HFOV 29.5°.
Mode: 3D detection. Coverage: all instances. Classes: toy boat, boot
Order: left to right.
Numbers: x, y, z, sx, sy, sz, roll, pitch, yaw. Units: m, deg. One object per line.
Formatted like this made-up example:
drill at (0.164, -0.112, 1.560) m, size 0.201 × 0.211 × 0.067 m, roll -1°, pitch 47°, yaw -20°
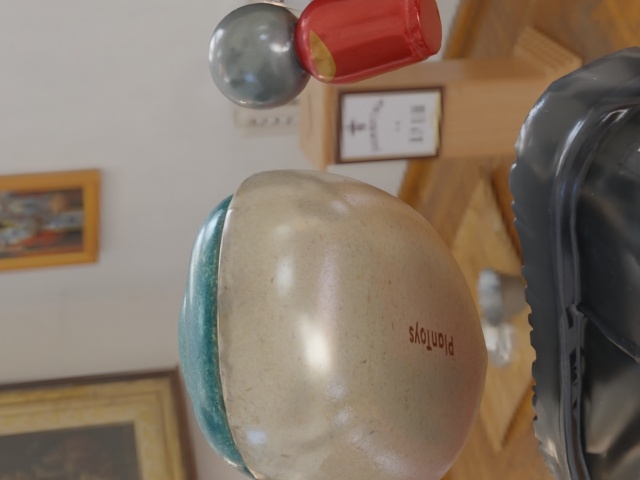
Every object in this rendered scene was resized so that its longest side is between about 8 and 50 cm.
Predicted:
toy boat at (0.000, 0.000, 0.712) m, size 0.267 × 0.148 × 0.318 m, roll 31°, pitch -125°, yaw -59°
boot at (0.285, 0.145, 0.526) m, size 0.445 × 0.146 × 0.367 m, roll 39°, pitch 165°, yaw 43°

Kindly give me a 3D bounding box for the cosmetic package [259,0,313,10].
cosmetic package at (-0.113, -0.417, 1.016) m, size 0.394 × 0.329 × 0.327 m, roll 178°, pitch 104°, yaw -86°
